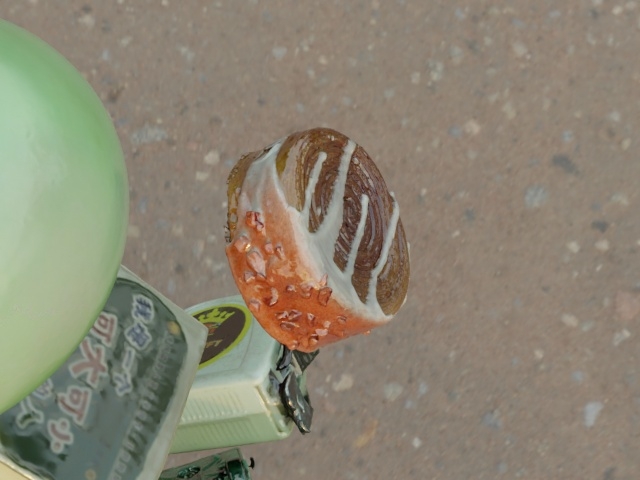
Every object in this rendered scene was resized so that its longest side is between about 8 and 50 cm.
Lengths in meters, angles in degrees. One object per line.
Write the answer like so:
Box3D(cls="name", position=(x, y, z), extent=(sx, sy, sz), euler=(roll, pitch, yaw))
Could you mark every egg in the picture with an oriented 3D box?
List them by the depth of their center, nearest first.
Box3D(cls="egg", position=(-0.218, -0.009, 0.613), extent=(0.220, 0.220, 0.269), euler=(13, 40, -5))

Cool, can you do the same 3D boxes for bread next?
Box3D(cls="bread", position=(0.000, 0.000, 0.813), extent=(0.160, 0.073, 0.160), euler=(35, 45, -46))

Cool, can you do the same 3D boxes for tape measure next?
Box3D(cls="tape measure", position=(-0.091, 0.146, 1.258), extent=(0.235, 0.115, 0.207), euler=(-12, 25, 26))

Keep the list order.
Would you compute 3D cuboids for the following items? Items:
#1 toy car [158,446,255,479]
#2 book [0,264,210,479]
Box3D(cls="toy car", position=(-0.113, 0.320, 1.179), extent=(0.141, 0.320, 0.097), euler=(-16, 108, -9))
Box3D(cls="book", position=(-0.273, 0.066, 0.958), extent=(0.371, 0.043, 0.260), euler=(38, 39, -20))
